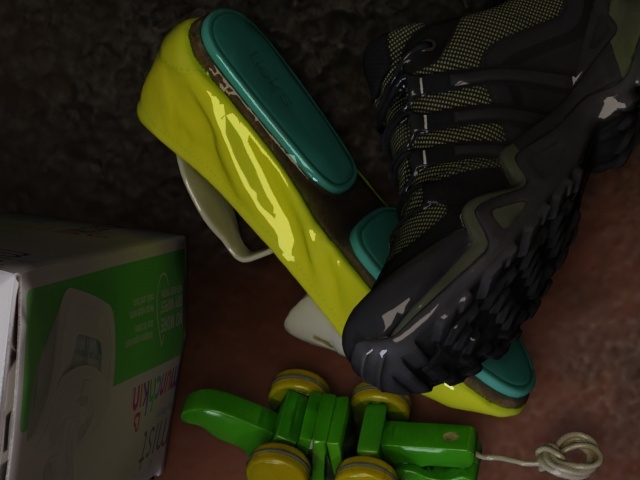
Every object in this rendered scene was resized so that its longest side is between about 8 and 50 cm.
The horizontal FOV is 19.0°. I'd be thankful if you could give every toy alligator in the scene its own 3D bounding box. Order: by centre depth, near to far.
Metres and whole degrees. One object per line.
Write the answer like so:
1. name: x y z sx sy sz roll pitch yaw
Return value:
1. toy alligator: 0.031 0.100 0.864 0.190 0.056 0.051 7 136 7

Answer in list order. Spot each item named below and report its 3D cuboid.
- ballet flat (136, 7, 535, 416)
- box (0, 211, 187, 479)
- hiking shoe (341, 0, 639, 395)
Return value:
1. ballet flat: 0.000 0.000 0.858 0.231 0.077 0.077 50 120 6
2. box: -0.197 0.051 0.788 0.231 0.262 0.126 6 94 9
3. hiking shoe: 0.058 -0.033 0.809 0.114 0.086 0.227 26 59 19
